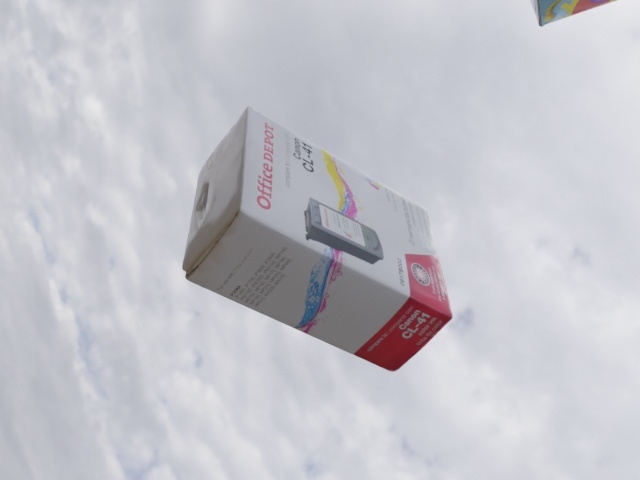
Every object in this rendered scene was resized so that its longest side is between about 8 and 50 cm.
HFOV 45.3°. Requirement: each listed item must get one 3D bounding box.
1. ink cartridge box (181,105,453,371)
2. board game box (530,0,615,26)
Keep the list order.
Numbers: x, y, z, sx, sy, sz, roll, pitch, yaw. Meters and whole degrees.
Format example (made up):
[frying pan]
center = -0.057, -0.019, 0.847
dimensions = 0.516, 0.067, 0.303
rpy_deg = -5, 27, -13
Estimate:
[ink cartridge box]
center = 0.000, 0.000, 0.968
dimensions = 0.131, 0.306, 0.226
rpy_deg = -46, -152, 31
[board game box]
center = 0.230, -0.255, 0.413
dimensions = 0.144, 0.275, 0.142
rpy_deg = 53, 25, -55
